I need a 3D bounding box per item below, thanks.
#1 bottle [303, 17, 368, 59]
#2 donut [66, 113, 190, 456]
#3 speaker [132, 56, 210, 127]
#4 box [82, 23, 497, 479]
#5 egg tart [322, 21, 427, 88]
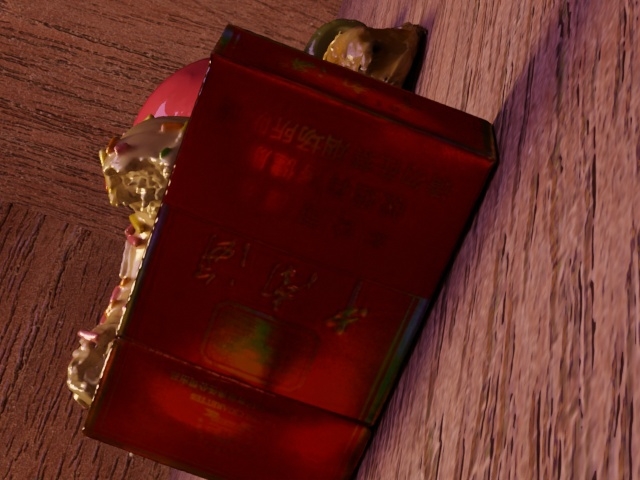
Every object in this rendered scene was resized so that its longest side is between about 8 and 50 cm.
[{"bbox_3d":[0.020,-0.233,1.877,0.260,0.112,0.112,142,147,-81],"label":"bottle"},{"bbox_3d":[-0.176,0.026,1.501,0.307,0.150,0.371,-43,-35,-75],"label":"donut"},{"bbox_3d":[-0.112,-0.108,1.758,0.294,0.294,0.294,-160,90,-85],"label":"speaker"},{"bbox_3d":[-0.028,0.030,0.935,0.089,0.197,0.313,-81,12,-64],"label":"box"},{"bbox_3d":[0.004,-0.151,1.506,0.297,0.132,0.297,-50,11,13],"label":"egg tart"}]
